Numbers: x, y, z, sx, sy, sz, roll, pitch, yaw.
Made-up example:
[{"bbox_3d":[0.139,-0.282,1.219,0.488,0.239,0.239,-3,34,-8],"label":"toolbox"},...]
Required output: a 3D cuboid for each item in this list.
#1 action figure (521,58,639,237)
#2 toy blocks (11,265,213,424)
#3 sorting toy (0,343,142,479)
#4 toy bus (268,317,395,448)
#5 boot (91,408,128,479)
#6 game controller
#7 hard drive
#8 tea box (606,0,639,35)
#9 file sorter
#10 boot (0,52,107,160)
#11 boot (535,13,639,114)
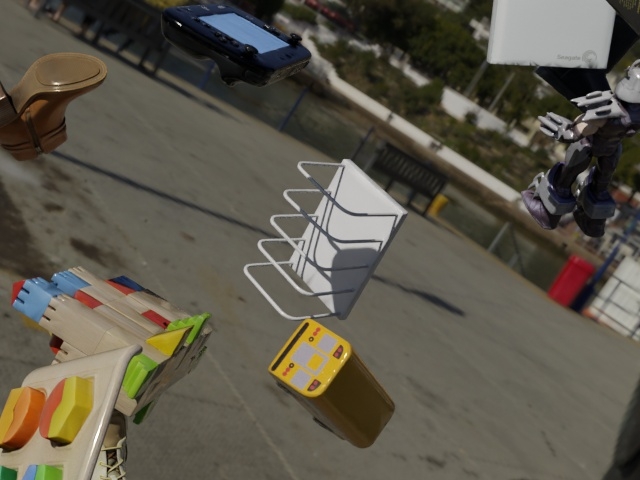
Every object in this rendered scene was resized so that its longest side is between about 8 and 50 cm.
[{"bbox_3d":[0.369,-0.128,1.141,0.186,0.285,0.099,0,50,-11],"label":"action figure"},{"bbox_3d":[-0.345,0.143,1.396,0.261,0.190,0.381,31,8,6],"label":"toy blocks"},{"bbox_3d":[-0.249,0.188,0.743,0.038,0.208,0.193,37,-36,-30],"label":"sorting toy"},{"bbox_3d":[0.028,0.247,1.404,0.130,0.108,0.332,28,-16,32],"label":"toy bus"},{"bbox_3d":[-0.350,0.392,1.436,0.077,0.213,0.165,-2,31,-27],"label":"boot"},{"bbox_3d":[-0.112,-0.286,1.216,0.166,0.067,0.319,38,19,-2],"label":"game controller"},{"bbox_3d":[0.453,-0.509,1.616,0.233,0.352,0.047,2,21,-3],"label":"hard drive"},{"bbox_3d":[0.519,-0.415,1.050,0.220,0.328,0.323,-3,36,-2],"label":"tea box"},{"bbox_3d":[0.000,0.000,1.710,0.173,0.277,0.193,-1,38,-47],"label":"file sorter"},{"bbox_3d":[-0.397,-0.194,1.265,0.152,0.197,0.072,82,-9,-61],"label":"boot"},{"bbox_3d":[0.608,-0.363,1.800,0.246,0.207,0.094,46,19,16],"label":"boot"}]
